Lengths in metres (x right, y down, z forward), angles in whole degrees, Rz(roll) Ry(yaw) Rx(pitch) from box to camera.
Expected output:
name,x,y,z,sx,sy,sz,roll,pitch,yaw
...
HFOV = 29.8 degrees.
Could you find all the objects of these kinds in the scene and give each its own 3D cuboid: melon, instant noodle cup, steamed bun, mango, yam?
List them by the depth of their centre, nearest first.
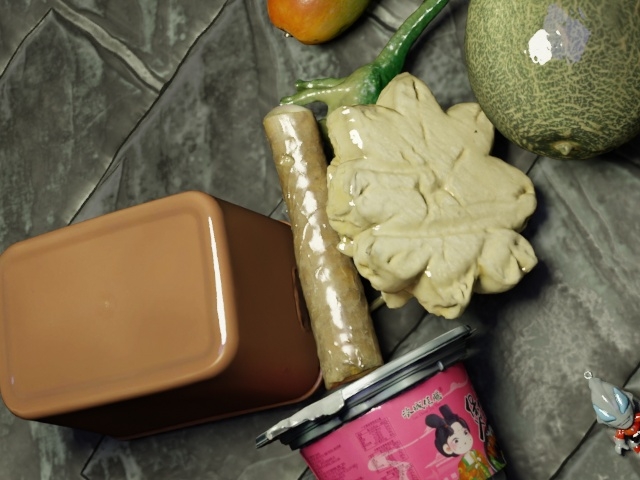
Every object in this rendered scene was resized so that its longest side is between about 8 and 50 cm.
name,x,y,z,sx,sy,sz,roll,pitch,yaw
instant noodle cup,0.094,0.234,1.349,0.302,0.258,0.182,-26,81,-20
melon,0.293,-0.252,1.406,0.248,0.248,0.329,0,67,19
steamed bun,0.116,-0.051,1.434,0.295,0.137,0.292,31,60,-12
yam,0.000,0.000,1.460,0.081,0.081,0.357,-17,78,14
mango,0.026,-0.395,1.604,0.146,0.129,0.289,15,71,24

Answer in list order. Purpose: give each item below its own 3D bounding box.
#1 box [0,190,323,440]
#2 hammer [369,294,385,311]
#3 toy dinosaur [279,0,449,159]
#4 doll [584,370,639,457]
name,x,y,z,sx,sy,sz,roll,pitch,yaw
box,-0.201,0.097,1.467,0.339,0.229,0.239,-15,73,21
hammer,0.073,0.088,1.502,0.195,0.028,0.060,-37,70,4
toy dinosaur,0.101,-0.173,1.533,0.300,0.087,0.447,-10,76,18
doll,0.339,0.196,1.373,0.114,0.039,0.057,49,128,13
